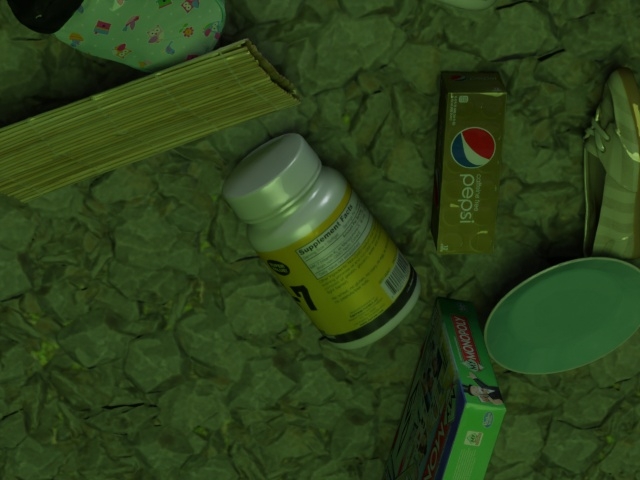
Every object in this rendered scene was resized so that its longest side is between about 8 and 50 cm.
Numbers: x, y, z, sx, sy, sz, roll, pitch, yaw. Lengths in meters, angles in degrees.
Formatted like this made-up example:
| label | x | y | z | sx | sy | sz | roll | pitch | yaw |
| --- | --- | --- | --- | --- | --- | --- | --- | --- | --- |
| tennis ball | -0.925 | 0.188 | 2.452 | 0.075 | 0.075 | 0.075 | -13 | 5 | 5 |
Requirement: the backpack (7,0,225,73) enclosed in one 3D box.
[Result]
| label | x | y | z | sx | sy | sz | roll | pitch | yaw |
| --- | --- | --- | --- | --- | --- | --- | --- | --- | --- |
| backpack | -0.178 | -0.228 | 1.542 | 0.182 | 0.115 | 0.152 | 16 | 128 | -37 |

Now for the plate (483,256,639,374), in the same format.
| label | x | y | z | sx | sy | sz | roll | pitch | yaw |
| --- | --- | --- | --- | --- | --- | --- | --- | --- | --- |
| plate | 0.261 | 0.075 | 1.774 | 0.188 | 0.024 | 0.188 | -10 | 138 | -9 |

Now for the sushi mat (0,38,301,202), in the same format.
| label | x | y | z | sx | sy | sz | roll | pitch | yaw |
| --- | --- | --- | --- | --- | --- | --- | --- | --- | --- |
| sushi mat | -0.188 | -0.112 | 1.608 | 0.316 | 0.019 | 0.151 | -18 | 160 | 12 |

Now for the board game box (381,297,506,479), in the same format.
| label | x | y | z | sx | sy | sz | roll | pitch | yaw |
| --- | --- | --- | --- | --- | --- | --- | --- | --- | --- |
| board game box | 0.118 | 0.249 | 1.772 | 0.046 | 0.213 | 0.317 | 10 | 116 | -9 |

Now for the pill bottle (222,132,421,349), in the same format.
| label | x | y | z | sx | sy | sz | roll | pitch | yaw |
| --- | --- | --- | --- | --- | --- | --- | --- | --- | --- |
| pill bottle | 0.000 | 0.000 | 1.687 | 0.119 | 0.119 | 0.208 | -32 | 115 | 12 |

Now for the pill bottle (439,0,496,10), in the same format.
| label | x | y | z | sx | sy | sz | roll | pitch | yaw |
| --- | --- | --- | --- | --- | --- | --- | --- | --- | --- |
| pill bottle | 0.149 | -0.329 | 1.528 | 0.117 | 0.117 | 0.215 | 19 | 115 | -13 |

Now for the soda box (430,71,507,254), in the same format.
| label | x | y | z | sx | sy | sz | roll | pitch | yaw |
| --- | --- | --- | --- | --- | --- | --- | --- | --- | --- |
| soda box | 0.149 | -0.077 | 1.692 | 0.061 | 0.058 | 0.181 | 0 | 118 | -4 |

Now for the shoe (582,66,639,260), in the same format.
| label | x | y | z | sx | sy | sz | roll | pitch | yaw |
| --- | --- | --- | --- | --- | --- | --- | --- | --- | --- |
| shoe | 0.297 | -0.071 | 1.696 | 0.058 | 0.076 | 0.219 | -9 | 120 | -5 |
